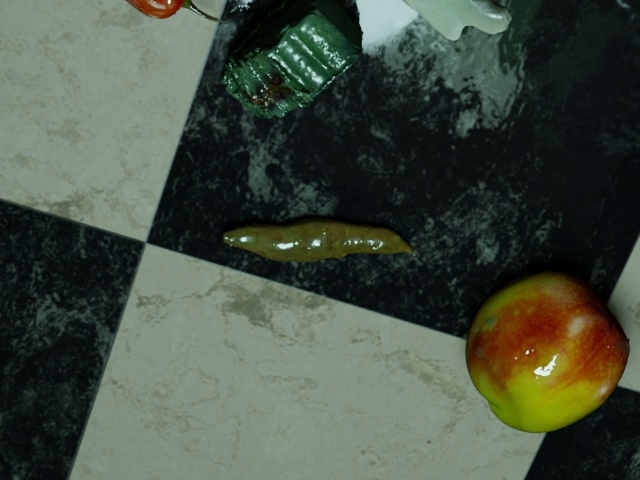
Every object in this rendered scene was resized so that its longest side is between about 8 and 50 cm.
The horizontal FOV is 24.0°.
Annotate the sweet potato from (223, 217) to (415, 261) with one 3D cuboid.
[{"bbox_3d":[0.000,0.000,2.122,0.274,0.067,0.067,2,114,-5],"label":"sweet potato"}]

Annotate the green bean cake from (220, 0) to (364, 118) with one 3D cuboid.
[{"bbox_3d":[-0.044,-0.227,1.940,0.193,0.208,0.107,-40,107,13],"label":"green bean cake"}]

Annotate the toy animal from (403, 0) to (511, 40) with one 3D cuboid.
[{"bbox_3d":[0.173,-0.426,1.903,0.266,0.188,0.308,-28,125,33],"label":"toy animal"}]

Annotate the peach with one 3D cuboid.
[{"bbox_3d":[0.315,0.155,2.112,0.231,0.231,0.231,-1,114,-1],"label":"peach"}]

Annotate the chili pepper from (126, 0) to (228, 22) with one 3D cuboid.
[{"bbox_3d":[-0.203,-0.332,1.955,0.192,0.084,0.086,31,126,-10],"label":"chili pepper"}]
